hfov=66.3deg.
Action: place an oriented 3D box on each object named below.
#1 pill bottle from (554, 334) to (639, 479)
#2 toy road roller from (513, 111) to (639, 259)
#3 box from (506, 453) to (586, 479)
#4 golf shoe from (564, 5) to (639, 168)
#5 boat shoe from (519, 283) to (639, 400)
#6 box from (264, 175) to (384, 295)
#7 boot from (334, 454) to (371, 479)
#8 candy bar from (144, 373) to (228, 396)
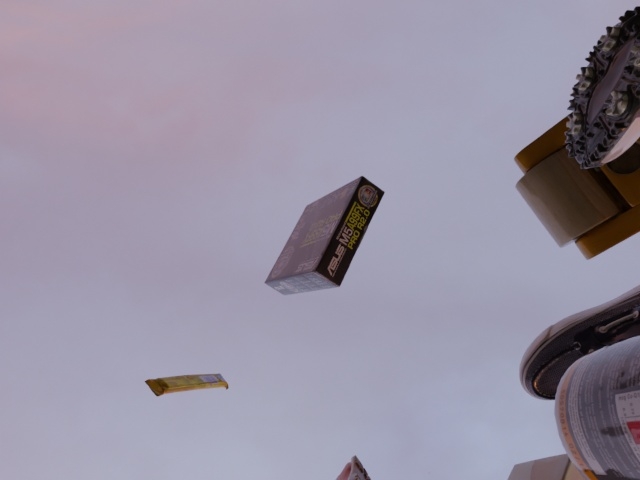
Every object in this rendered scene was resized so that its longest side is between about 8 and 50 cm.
[{"bbox_3d":[0.332,0.143,0.402,0.162,0.278,0.162,1,-113,-3],"label":"pill bottle"},{"bbox_3d":[0.511,-0.131,0.794,0.329,0.241,0.202,-39,-110,29],"label":"toy road roller"},{"bbox_3d":[0.323,0.471,0.712,0.121,0.311,0.148,-39,-98,40],"label":"box"},{"bbox_3d":[0.318,-0.175,0.420,0.120,0.272,0.105,11,-144,-7],"label":"golf shoe"},{"bbox_3d":[0.458,0.178,0.752,0.127,0.158,0.340,43,-63,-3],"label":"boat shoe"},{"bbox_3d":[0.000,0.000,1.007,0.060,0.270,0.216,34,-111,-17],"label":"box"},{"bbox_3d":[0.026,0.320,0.610,0.085,0.158,0.059,-34,-106,1],"label":"boot"},{"bbox_3d":[-0.220,0.244,0.835,0.040,0.161,0.018,32,-81,35],"label":"candy bar"}]
